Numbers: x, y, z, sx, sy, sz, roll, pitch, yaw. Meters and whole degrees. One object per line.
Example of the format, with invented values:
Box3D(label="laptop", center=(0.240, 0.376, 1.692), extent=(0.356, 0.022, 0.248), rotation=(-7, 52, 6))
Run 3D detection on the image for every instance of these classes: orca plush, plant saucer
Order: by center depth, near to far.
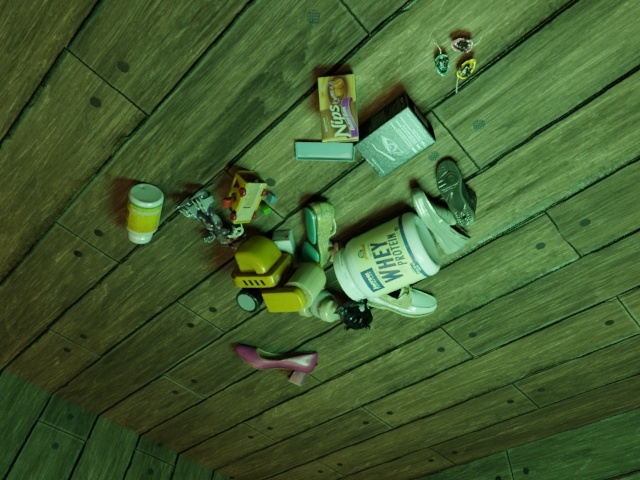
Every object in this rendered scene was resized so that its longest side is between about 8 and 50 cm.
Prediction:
Box3D(label="plant saucer", center=(0.015, -0.293, 1.540), extent=(0.192, 0.018, 0.067), rotation=(1, 130, 2))
Box3D(label="orca plush", center=(0.158, 0.291, 1.801), extent=(0.102, 0.151, 0.287), rotation=(32, 166, 28))

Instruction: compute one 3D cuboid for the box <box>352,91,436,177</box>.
Box3D(label="box", center=(0.223, -0.319, 1.443), extent=(0.207, 0.108, 0.153), rotation=(-31, 121, 27))

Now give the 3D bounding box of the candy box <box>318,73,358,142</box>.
Box3D(label="candy box", center=(0.053, -0.384, 1.382), extent=(0.109, 0.053, 0.186), rotation=(-3, 95, 7))

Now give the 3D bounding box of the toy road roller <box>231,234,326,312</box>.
Box3D(label="toy road roller", center=(-0.168, 0.110, 1.681), extent=(0.330, 0.202, 0.240), rotation=(-3, 118, 27))

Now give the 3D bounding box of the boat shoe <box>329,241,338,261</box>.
Box3D(label="boat shoe", center=(0.049, 0.045, 1.808), extent=(0.035, 0.035, 0.100), rotation=(5, 136, -3))

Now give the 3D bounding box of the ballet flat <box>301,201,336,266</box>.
Box3D(label="ballet flat", center=(0.000, 0.000, 1.734), extent=(0.123, 0.123, 0.348), rotation=(5, 132, 1))

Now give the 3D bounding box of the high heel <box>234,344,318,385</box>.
Box3D(label="high heel", center=(-0.205, 0.528, 2.210), extent=(0.377, 0.127, 0.181), rotation=(26, 98, -11))

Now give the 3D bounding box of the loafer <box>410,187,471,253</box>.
Box3D(label="loafer", center=(0.418, -0.079, 1.634), extent=(0.111, 0.112, 0.319), rotation=(-31, 129, 20))

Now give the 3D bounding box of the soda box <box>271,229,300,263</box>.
Box3D(label="soda box", center=(-0.128, 0.064, 1.814), extent=(0.074, 0.069, 0.216), rotation=(-5, 128, 9))

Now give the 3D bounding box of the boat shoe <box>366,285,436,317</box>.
Box3D(label="boat shoe", center=(0.325, 0.227, 1.885), extent=(0.302, 0.113, 0.103), rotation=(8, 135, -1))

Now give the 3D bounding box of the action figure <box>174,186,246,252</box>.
Box3D(label="action figure", center=(-0.384, -0.052, 1.711), extent=(0.185, 0.099, 0.285), rotation=(-19, 120, 40))

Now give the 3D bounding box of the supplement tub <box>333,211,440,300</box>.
Box3D(label="supplement tub", center=(0.233, 0.065, 1.678), extent=(0.325, 0.235, 0.235), rotation=(-27, 123, 23))

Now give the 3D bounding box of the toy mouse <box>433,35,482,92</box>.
Box3D(label="toy mouse", center=(0.371, -0.519, 1.316), extent=(0.143, 0.031, 0.161), rotation=(24, 127, -15))

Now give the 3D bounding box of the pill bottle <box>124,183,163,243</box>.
Box3D(label="pill bottle", center=(-0.640, -0.091, 1.694), extent=(0.118, 0.117, 0.208), rotation=(18, 129, -11))

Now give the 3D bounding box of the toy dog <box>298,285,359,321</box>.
Box3D(label="toy dog", center=(0.052, 0.241, 1.879), extent=(0.220, 0.160, 0.334), rotation=(9, 173, 17))

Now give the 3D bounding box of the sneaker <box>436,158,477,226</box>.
Box3D(label="sneaker", center=(0.458, -0.167, 1.577), extent=(0.087, 0.130, 0.227), rotation=(-24, 96, 28))

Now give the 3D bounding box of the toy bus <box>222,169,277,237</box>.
Box3D(label="toy bus", center=(-0.270, -0.144, 1.615), extent=(0.202, 0.104, 0.191), rotation=(-38, 149, -11))
